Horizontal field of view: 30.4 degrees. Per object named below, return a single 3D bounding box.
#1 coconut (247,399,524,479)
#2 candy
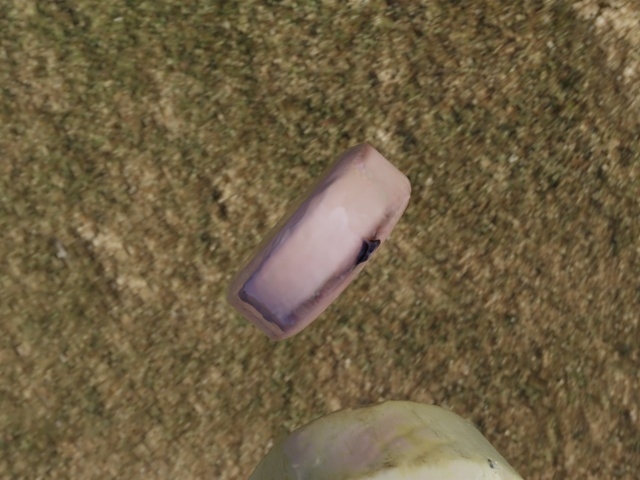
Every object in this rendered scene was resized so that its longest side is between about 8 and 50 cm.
[{"bbox_3d":[0.072,0.340,1.368,0.353,0.352,0.352,8,111,21],"label":"coconut"},{"bbox_3d":[0.000,0.000,1.321,0.094,0.255,0.255,41,119,-4],"label":"candy"}]
